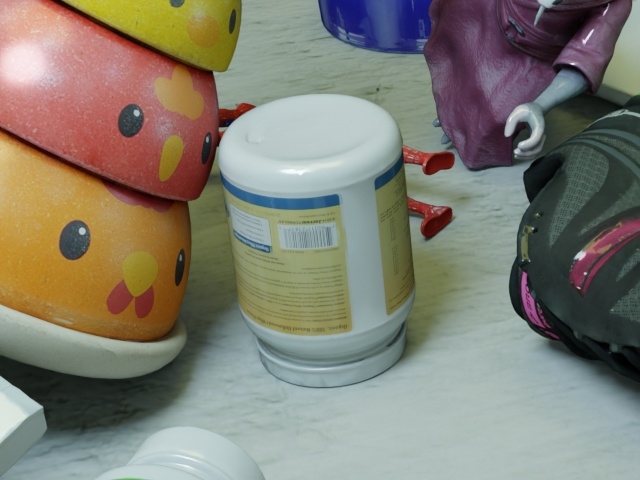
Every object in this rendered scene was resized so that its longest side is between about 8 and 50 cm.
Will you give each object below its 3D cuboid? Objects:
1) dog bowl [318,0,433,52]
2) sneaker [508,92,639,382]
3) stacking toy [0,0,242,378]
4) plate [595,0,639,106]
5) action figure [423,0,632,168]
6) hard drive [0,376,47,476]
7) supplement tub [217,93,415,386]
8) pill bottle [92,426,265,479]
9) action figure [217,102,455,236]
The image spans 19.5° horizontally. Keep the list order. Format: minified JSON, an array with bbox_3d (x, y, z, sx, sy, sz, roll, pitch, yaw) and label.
[{"bbox_3d":[0.124,-0.310,2.094,0.264,0.104,0.265,-5,30,3],"label":"dog bowl"},{"bbox_3d":[0.250,0.051,1.395,0.202,0.185,0.483,-22,24,10],"label":"sneaker"},{"bbox_3d":[-0.179,-0.164,1.443,0.350,0.480,0.350,26,10,-5],"label":"stacking toy"},{"bbox_3d":[0.391,-0.180,1.864,0.277,0.045,0.278,-26,35,-30],"label":"plate"},{"bbox_3d":[0.213,-0.201,1.651,0.275,0.248,0.370,-20,-9,-19],"label":"action figure"},{"bbox_3d":[-0.367,0.104,1.257,0.307,0.040,0.203,33,60,22],"label":"hard drive"},{"bbox_3d":[0.000,0.000,1.468,0.144,0.200,0.144,-5,29,3],"label":"supplement tub"},{"bbox_3d":[-0.116,0.225,1.154,0.136,0.136,0.246,3,31,17],"label":"pill bottle"},{"bbox_3d":[-0.032,-0.064,1.694,0.280,0.091,0.139,16,24,35],"label":"action figure"}]
